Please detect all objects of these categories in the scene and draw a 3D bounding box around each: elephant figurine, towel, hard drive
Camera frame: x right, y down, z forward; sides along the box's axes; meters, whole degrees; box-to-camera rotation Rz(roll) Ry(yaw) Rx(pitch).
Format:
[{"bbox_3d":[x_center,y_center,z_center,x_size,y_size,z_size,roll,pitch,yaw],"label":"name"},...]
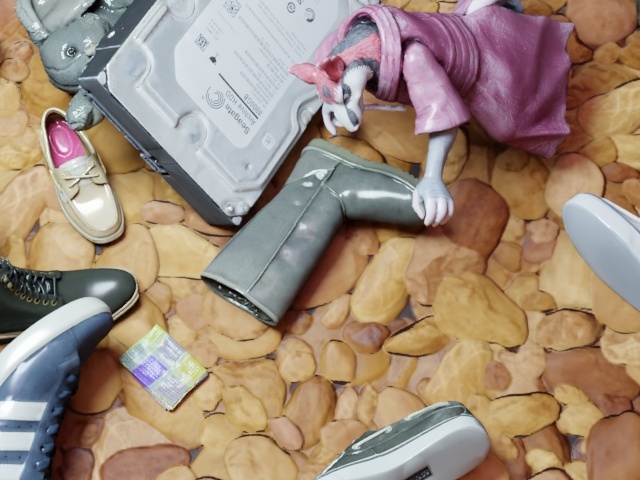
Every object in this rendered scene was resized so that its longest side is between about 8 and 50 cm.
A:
[{"bbox_3d":[-0.255,-0.229,1.501,0.169,0.186,0.239,49,65,-7],"label":"elephant figurine"},{"bbox_3d":[-0.163,0.132,1.407,0.060,0.009,0.083,-42,71,-18],"label":"towel"},{"bbox_3d":[-0.087,-0.216,1.471,0.064,0.237,0.339,3,52,50],"label":"hard drive"}]

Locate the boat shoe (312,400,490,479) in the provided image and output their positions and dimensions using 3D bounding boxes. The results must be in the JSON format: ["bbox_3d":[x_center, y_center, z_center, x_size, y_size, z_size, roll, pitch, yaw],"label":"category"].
[{"bbox_3d":[0.059,0.227,1.332,0.219,0.077,0.070,-24,31,-8],"label":"boat shoe"}]

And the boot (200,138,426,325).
[{"bbox_3d":[0.001,0.002,1.438,0.190,0.076,0.208,21,57,26],"label":"boot"}]

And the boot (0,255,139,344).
[{"bbox_3d":[-0.288,0.049,1.377,0.198,0.137,0.076,-15,64,-9],"label":"boot"}]

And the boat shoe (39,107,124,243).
[{"bbox_3d":[-0.268,-0.074,1.482,0.063,0.059,0.170,-27,66,-13],"label":"boat shoe"}]

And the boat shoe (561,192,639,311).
[{"bbox_3d":[0.370,0.033,1.425,0.258,0.095,0.084,44,66,8],"label":"boat shoe"}]

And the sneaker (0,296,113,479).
[{"bbox_3d":[-0.293,0.218,1.307,0.148,0.131,0.350,37,74,9],"label":"sneaker"}]

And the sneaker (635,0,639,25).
[{"bbox_3d":[0.416,-0.327,1.612,0.071,0.066,0.188,4,64,0],"label":"sneaker"}]

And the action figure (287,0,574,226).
[{"bbox_3d":[0.129,-0.187,1.392,0.370,0.275,0.248,-4,33,-47],"label":"action figure"}]
